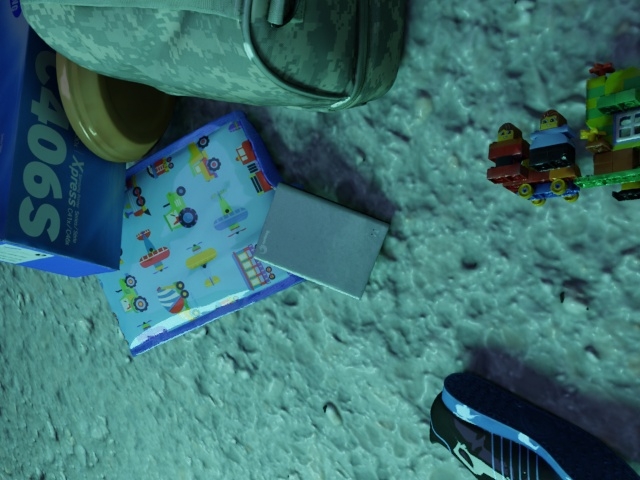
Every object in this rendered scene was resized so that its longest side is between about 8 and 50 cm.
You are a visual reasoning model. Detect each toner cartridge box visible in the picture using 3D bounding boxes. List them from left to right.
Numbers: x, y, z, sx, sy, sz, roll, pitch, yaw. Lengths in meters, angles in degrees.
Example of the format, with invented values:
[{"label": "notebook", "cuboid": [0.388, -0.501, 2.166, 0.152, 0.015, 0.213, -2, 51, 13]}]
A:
[{"label": "toner cartridge box", "cuboid": [-0.305, -0.143, 0.717, 0.075, 0.165, 0.348, -7, 75, 22]}]

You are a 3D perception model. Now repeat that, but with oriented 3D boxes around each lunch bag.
[{"label": "lunch bag", "cuboid": [-0.148, -0.012, 0.789, 0.293, 0.138, 0.221, -24, 90, 28]}, {"label": "lunch bag", "cuboid": [-0.092, -0.229, 0.578, 0.305, 0.256, 0.212, 15, 115, 29]}]

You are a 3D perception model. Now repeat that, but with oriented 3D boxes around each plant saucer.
[{"label": "plant saucer", "cuboid": [-0.226, -0.191, 0.724, 0.037, 0.200, 0.200, 3, 109, 17]}]

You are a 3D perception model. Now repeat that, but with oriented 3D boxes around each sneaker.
[{"label": "sneaker", "cuboid": [0.221, 0.234, 0.651, 0.232, 0.081, 0.090, 30, 125, 30]}]

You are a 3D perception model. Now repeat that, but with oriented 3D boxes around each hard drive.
[{"label": "hard drive", "cuboid": [0.000, 0.000, 0.705, 0.135, 0.022, 0.094, 21, 101, 5]}]

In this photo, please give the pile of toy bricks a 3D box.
[{"label": "pile of toy bricks", "cuboid": [0.243, -0.098, 0.508, 0.212, 0.118, 0.105, -6, 71, 45]}]
